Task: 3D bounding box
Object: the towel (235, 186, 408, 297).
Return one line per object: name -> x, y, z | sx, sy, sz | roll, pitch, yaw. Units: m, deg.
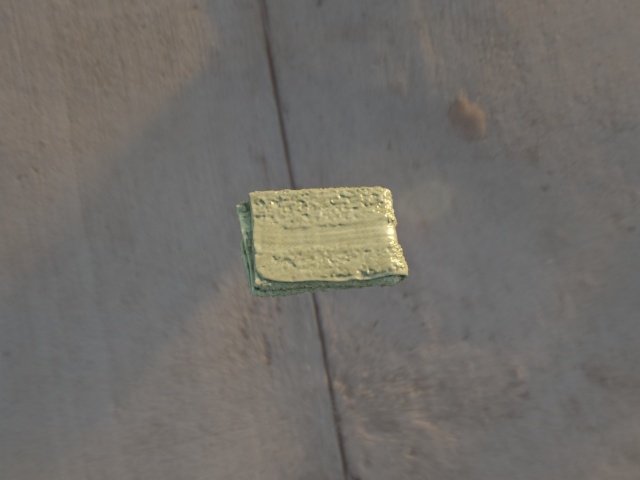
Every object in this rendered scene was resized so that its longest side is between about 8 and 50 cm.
towel -> 0.000, 0.000, 1.128 | 0.148, 0.027, 0.110 | -5, 59, -7
